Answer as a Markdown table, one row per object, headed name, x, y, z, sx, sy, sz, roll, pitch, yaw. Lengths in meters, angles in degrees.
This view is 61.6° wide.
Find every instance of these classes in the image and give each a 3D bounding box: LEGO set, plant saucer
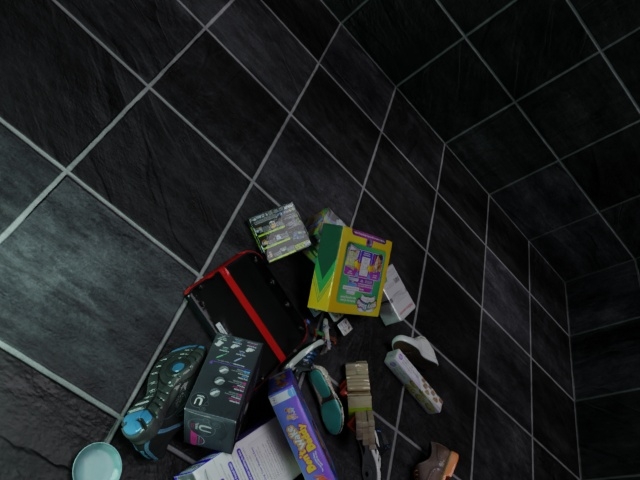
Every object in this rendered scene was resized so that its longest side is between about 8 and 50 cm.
| name | x | y | z | sx | sy | sz | roll | pitch | yaw |
| --- | --- | --- | --- | --- | --- | --- | --- | --- | --- |
| LEGO set | 0.012 | 0.310 | 2.026 | 0.183 | 0.060 | 0.244 | 58 | 30 | 2 |
| plant saucer | -0.538 | 0.549 | 1.288 | 0.119 | 0.021 | 0.119 | 26 | 50 | -36 |

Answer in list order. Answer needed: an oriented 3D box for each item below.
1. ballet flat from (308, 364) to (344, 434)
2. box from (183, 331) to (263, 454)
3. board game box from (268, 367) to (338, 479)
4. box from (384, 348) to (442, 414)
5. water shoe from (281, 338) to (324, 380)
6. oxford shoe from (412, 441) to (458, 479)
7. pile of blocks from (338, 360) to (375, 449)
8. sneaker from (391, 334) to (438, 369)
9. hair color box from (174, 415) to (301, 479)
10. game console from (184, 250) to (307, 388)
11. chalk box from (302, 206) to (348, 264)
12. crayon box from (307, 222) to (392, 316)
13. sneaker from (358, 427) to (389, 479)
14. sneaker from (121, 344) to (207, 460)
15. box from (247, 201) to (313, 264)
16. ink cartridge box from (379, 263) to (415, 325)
| name | x | y | z | sx | sy | sz | roll | pitch | yaw |
| --- | --- | --- | --- | --- | --- | --- | --- | --- | --- |
| ballet flat | 0.030 | 0.546 | 1.866 | 0.077 | 0.091 | 0.241 | 3 | 67 | -71 |
| box | -0.266 | 0.417 | 1.489 | 0.143 | 0.165 | 0.270 | 14 | 38 | 2 |
| board game box | -0.053 | 0.581 | 1.624 | 0.233 | 0.078 | 0.347 | 162 | -96 | -85 |
| box | 0.390 | 0.592 | 2.238 | 0.324 | 0.067 | 0.063 | 51 | 40 | -14 |
| water shoe | -0.054 | 0.417 | 1.861 | 0.203 | 0.073 | 0.080 | -29 | 91 | -42 |
| oxford shoe | 0.395 | 0.930 | 2.028 | 0.132 | 0.130 | 0.364 | 30 | 45 | 14 |
| pile of blocks | 0.124 | 0.581 | 1.926 | 0.362 | 0.112 | 0.149 | -91 | 178 | -57 |
| sneaker | 0.396 | 0.455 | 2.312 | 0.290 | 0.105 | 0.123 | 38 | 34 | -37 |
| hair color box | -0.219 | 0.654 | 1.506 | 0.338 | 0.110 | 0.185 | -16 | 80 | -52 |
| game console | -0.232 | 0.249 | 1.785 | 0.342 | 0.060 | 0.387 | -38 | 97 | -45 |
| chalk box | 0.000 | 0.000 | 2.118 | 0.132 | 0.132 | 0.213 | 46 | 42 | -20 |
| crayon box | 0.120 | 0.123 | 2.054 | 0.362 | 0.106 | 0.313 | 16 | 85 | -52 |
| sneaker | 0.207 | 0.776 | 1.916 | 0.121 | 0.079 | 0.217 | 15 | 56 | -40 |
| sneaker | -0.407 | 0.427 | 1.459 | 0.341 | 0.124 | 0.140 | -59 | 141 | -50 |
| box | -0.149 | -0.028 | 1.980 | 0.190 | 0.045 | 0.184 | -24 | 86 | -23 |
| ink cartridge box | 0.297 | 0.235 | 2.327 | 0.160 | 0.092 | 0.220 | -28 | 89 | -51 |
